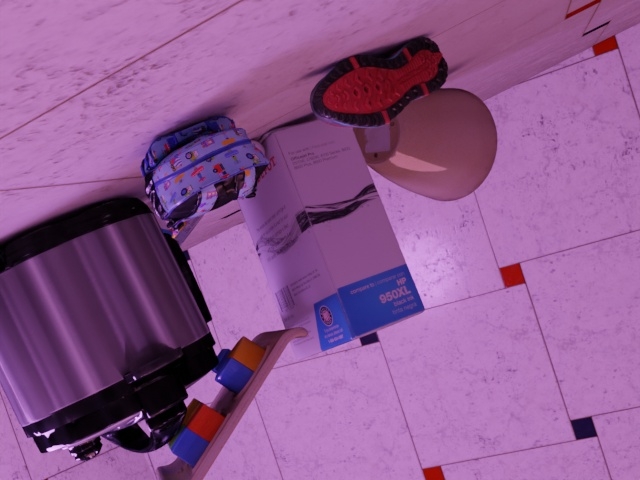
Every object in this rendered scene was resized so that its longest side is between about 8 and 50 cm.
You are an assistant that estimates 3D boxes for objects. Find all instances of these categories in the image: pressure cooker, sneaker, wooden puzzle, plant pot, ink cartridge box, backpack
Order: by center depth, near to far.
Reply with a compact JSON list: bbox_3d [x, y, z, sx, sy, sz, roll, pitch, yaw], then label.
[{"bbox_3d":[-0.153,-0.097,1.116,0.158,0.117,0.173,-25,-179,-17],"label":"backpack"},{"bbox_3d":[0.074,-0.213,1.243,0.261,0.104,0.125,-25,-178,-39],"label":"sneaker"},{"bbox_3d":[-0.386,0.178,1.478,0.375,0.421,0.370,-26,180,10],"label":"pressure cooker"},{"bbox_3d":[-0.181,0.281,1.498,0.348,0.080,0.322,-53,-174,-14],"label":"wooden puzzle"},{"bbox_3d":[0.000,0.000,1.595,0.166,0.395,0.285,-18,173,-26],"label":"ink cartridge box"},{"bbox_3d":[0.202,-0.216,1.810,0.256,0.257,0.274,-25,164,37],"label":"plant pot"}]

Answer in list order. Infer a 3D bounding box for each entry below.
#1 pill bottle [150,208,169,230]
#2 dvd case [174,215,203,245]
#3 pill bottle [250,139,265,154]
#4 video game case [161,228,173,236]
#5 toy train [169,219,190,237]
[{"bbox_3d":[-0.400,0.001,1.774,0.152,0.086,0.086,-25,180,16],"label":"pill bottle"},{"bbox_3d":[-0.350,0.016,2.008,0.180,0.022,0.253,-46,-170,35],"label":"dvd case"},{"bbox_3d":[-0.134,-0.147,1.508,0.043,0.043,0.083,-25,-179,-30],"label":"pill bottle"},{"bbox_3d":[-0.389,0.024,1.725,0.119,0.015,0.166,16,132,-27],"label":"video game case"},{"bbox_3d":[-0.396,-0.028,2.184,0.125,0.046,0.166,-24,177,-14],"label":"toy train"}]
